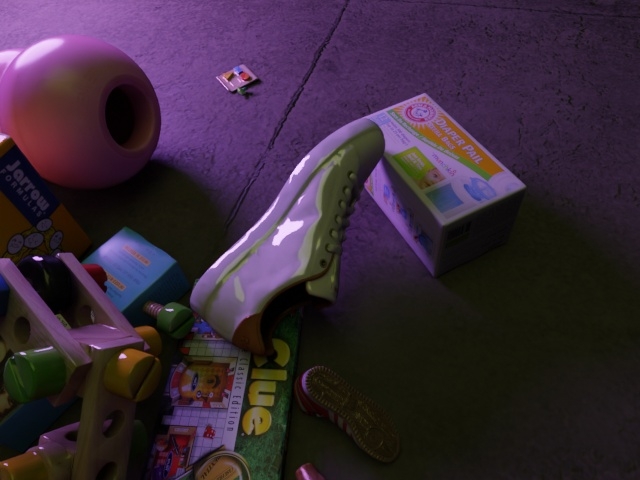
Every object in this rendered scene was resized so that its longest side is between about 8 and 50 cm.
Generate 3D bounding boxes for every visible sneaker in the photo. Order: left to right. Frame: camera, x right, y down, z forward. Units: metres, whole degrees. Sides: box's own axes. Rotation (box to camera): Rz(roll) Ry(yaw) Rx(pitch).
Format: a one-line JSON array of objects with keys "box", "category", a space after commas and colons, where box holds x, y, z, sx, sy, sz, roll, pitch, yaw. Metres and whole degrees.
[{"box": [0.000, 0.000, 0.527, 0.123, 0.106, 0.290, 36, 81, 22], "category": "sneaker"}, {"box": [0.023, 0.171, 0.477, 0.118, 0.067, 0.042, 44, 62, -1], "category": "sneaker"}]

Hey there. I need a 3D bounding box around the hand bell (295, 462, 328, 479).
[{"box": [0.039, 0.279, 0.366, 0.126, 0.126, 0.242, -28, 43, -15], "category": "hand bell"}]

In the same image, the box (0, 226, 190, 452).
[{"box": [-0.274, 0.100, 0.544, 0.100, 0.060, 0.244, 29, 60, 25], "category": "box"}]

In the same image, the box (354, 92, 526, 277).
[{"box": [0.137, -0.076, 0.607, 0.114, 0.103, 0.203, -24, 54, -12], "category": "box"}]

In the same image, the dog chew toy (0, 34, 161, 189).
[{"box": [-0.400, -0.183, 0.696, 0.331, 0.207, 0.207, 8, 54, 22], "category": "dog chew toy"}]

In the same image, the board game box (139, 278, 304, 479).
[{"box": [-0.094, 0.156, 0.503, 0.136, 0.030, 0.260, 2, 53, 5], "category": "board game box"}]

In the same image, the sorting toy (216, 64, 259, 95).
[{"box": [-0.142, -0.283, 0.852, 0.062, 0.012, 0.083, -29, 55, -16], "category": "sorting toy"}]

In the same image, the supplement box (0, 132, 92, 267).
[{"box": [-0.469, 0.054, 0.514, 0.195, 0.194, 0.357, 16, 56, 18], "category": "supplement box"}]

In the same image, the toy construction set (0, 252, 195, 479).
[{"box": [-0.193, 0.137, 0.338, 0.237, 0.309, 0.257, 17, 71, 30], "category": "toy construction set"}]
